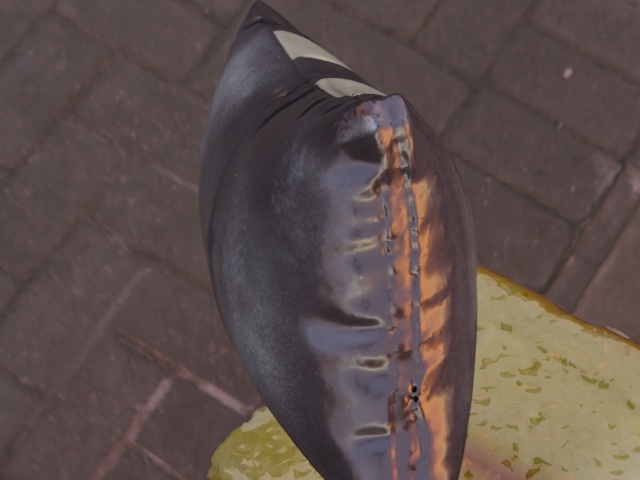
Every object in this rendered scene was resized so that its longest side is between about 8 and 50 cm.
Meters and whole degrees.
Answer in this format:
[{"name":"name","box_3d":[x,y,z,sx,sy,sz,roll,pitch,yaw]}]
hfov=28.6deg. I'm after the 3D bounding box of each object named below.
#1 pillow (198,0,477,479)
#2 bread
[{"name":"pillow","box_3d":[0.000,0.000,0.565,0.106,0.250,0.186,-9,110,-11]},{"name":"bread","box_3d":[0.124,0.235,0.795,0.233,0.362,0.245,-41,44,-24]}]
